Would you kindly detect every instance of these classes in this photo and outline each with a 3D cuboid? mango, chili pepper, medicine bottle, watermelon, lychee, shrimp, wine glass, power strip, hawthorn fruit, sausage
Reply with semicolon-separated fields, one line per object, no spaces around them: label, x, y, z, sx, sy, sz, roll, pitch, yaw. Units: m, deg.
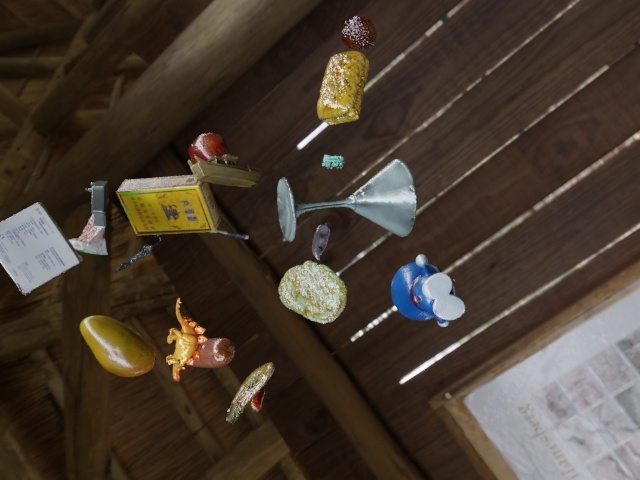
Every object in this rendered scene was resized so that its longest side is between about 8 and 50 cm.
mango;-0.614;0.320;1.710;0.253;0.138;0.113;42;179;-18
chili pepper;-0.212;0.536;1.983;0.045;0.027;0.178;47;-161;-14
medicine bottle;-0.769;0.021;1.523;0.201;0.171;0.052;59;164;-12
watermelon;-0.764;-0.011;1.962;0.098;0.158;0.121;17;158;43
chili pepper;0.000;0.000;1.831;0.050;0.041;0.153;21;-120;-7
lychee;0.138;-0.723;1.985;0.129;0.123;0.123;7;-143;-21
shrimp;-0.209;0.446;1.688;0.051;0.115;0.217;43;-118;-6
wine glass;0.077;-0.123;1.844;0.407;0.267;0.267;-5;-136;-16
power strip;-0.722;-0.114;1.848;0.061;0.145;0.216;0;-170;-17
hawthorn fruit;-0.397;-0.313;2.091;0.148;0.148;0.172;32;-169;-48
sausage;-0.414;0.421;2.130;0.114;0.259;0.113;9;-104;-42

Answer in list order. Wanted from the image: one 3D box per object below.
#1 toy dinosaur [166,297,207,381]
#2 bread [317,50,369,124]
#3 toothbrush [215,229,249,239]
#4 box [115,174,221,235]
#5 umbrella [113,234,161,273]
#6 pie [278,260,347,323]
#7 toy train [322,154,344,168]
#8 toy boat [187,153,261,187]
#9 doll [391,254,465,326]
toy dinosaur;-0.413;0.310;1.769;0.117;0.288;0.070;5;-166;-22
bread;0.059;-0.401;1.492;0.083;0.114;0.210;47;-133;-51
toothbrush;-0.361;-0.027;2.238;0.026;0.024;0.288;18;-178;24
box;-0.513;-0.120;1.939;0.084;0.302;0.192;-77;-20;-48
umbrella;-0.677;0.066;2.105;0.044;0.269;0.044;57;-157;7
pie;-0.019;0.174;2.008;0.248;0.200;0.090;26;-170;17
toy train;0.042;-0.253;1.829;0.029;0.045;0.092;17;175;-40
toy boat;-0.229;-0.176;1.390;0.206;0.065;0.072;5;-108;-49
doll;0.288;0.132;1.515;0.257;0.161;0.215;-173;65;-75
